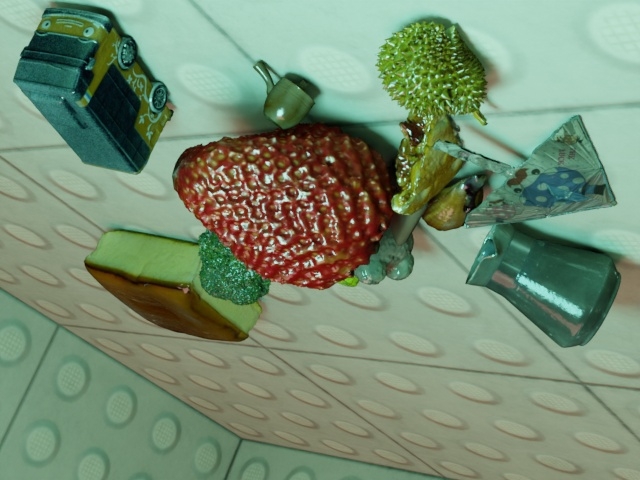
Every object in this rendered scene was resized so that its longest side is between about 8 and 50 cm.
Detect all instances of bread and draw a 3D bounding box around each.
[{"bbox_3d":[-0.350,0.114,2.699,0.323,0.143,0.333,9,156,32],"label":"bread"}]

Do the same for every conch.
[{"bbox_3d":[0.216,-0.058,1.814,0.086,0.080,0.232,-9,180,-29],"label":"conch"}]

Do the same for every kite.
[{"bbox_3d":[0.304,-0.091,1.669,0.314,0.012,0.335,16,147,-17],"label":"kite"}]

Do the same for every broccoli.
[{"bbox_3d":[-0.173,0.041,2.334,0.195,0.195,0.156,22,-164,0],"label":"broccoli"}]

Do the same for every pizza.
[{"bbox_3d":[0.150,-0.136,1.685,0.069,0.154,0.194,31,144,32],"label":"pizza"}]

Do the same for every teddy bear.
[{"bbox_3d":[0.039,0.006,2.045,0.267,0.151,0.236,-4,179,39],"label":"teddy bear"}]

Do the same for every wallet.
[{"bbox_3d":[0.136,-0.071,1.839,0.038,0.118,0.153,-12,160,-14],"label":"wallet"}]

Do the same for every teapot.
[{"bbox_3d":[-0.065,-0.226,1.724,0.110,0.080,0.085,38,178,-4],"label":"teapot"},{"bbox_3d":[0.370,0.062,1.886,0.225,0.171,0.203,28,-171,3],"label":"teapot"}]

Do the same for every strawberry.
[{"bbox_3d":[-0.073,-0.066,1.798,0.351,0.267,0.312,12,175,-25],"label":"strawberry"}]

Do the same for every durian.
[{"bbox_3d":[0.156,-0.203,1.515,0.146,0.102,0.208,-9,147,43],"label":"durian"}]

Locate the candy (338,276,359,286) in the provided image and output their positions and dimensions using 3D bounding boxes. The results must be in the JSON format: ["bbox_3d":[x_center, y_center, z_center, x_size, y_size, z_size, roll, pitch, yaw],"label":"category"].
[{"bbox_3d":[-0.002,0.001,2.216,0.262,0.073,0.077,45,172,-33],"label":"candy"}]

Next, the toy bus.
[{"bbox_3d":[-0.368,-0.240,1.835,0.138,0.167,0.275,13,156,23],"label":"toy bus"}]
